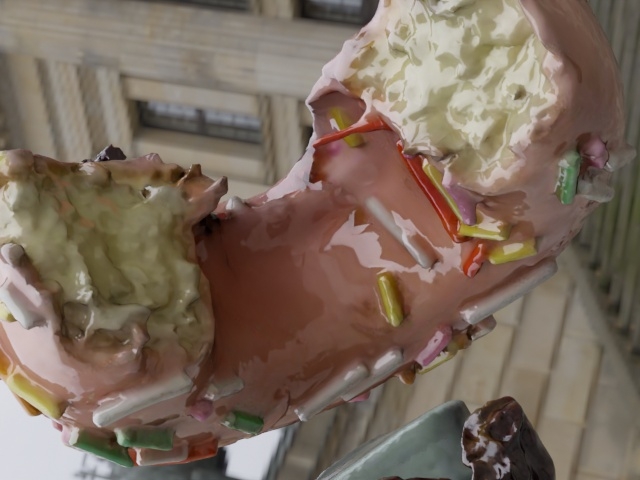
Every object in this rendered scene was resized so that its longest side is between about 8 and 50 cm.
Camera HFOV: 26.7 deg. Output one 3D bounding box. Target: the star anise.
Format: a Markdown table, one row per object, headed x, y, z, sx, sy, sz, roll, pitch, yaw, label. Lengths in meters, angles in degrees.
| x | y | z | sx | sy | sz | roll | pitch | yaw | label |
| --- | --- | --- | --- | --- | --- | --- | --- | --- | --- |
| 0.123 | 0.219 | 0.852 | 0.190 | 0.220 | 0.126 | -46 | -15 | 11 | star anise |

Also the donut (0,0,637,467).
| x | y | z | sx | sy | sz | roll | pitch | yaw | label |
| --- | --- | --- | --- | --- | --- | --- | --- | --- | --- |
| 0.000 | 0.000 | 0.452 | 0.085 | 0.233 | 0.199 | 60 | -179 | 23 | donut |

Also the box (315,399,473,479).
| x | y | z | sx | sy | sz | roll | pitch | yaw | label |
| --- | --- | --- | --- | --- | --- | --- | --- | --- | --- |
| -0.018 | 0.295 | 1.133 | 0.396 | 0.111 | 0.396 | -35 | -15 | -6 | box |

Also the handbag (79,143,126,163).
| x | y | z | sx | sy | sz | roll | pitch | yaw | label |
| --- | --- | --- | --- | --- | --- | --- | --- | --- | --- |
| -0.247 | 0.022 | 1.003 | 0.074 | 0.216 | 0.203 | 58 | -152 | -4 | handbag |
